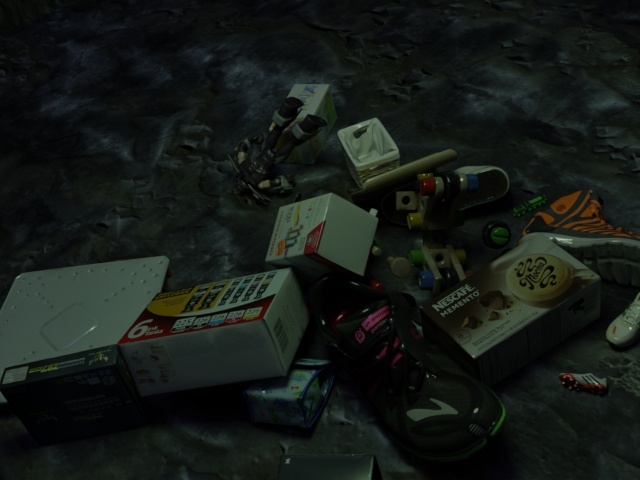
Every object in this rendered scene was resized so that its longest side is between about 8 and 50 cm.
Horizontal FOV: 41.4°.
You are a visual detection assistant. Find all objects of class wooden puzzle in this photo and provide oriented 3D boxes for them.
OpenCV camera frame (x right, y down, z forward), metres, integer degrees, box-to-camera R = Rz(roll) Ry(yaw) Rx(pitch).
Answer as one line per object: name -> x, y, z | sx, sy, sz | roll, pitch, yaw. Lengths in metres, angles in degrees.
wooden puzzle -> 0.180, -0.149, 1.909 | 0.221, 0.044, 0.238 | -21, -3, -5

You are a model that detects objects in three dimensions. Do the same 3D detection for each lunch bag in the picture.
lunch bag -> -0.054, 0.272, 1.603 | 0.129, 0.096, 0.151 | 2, 30, 27

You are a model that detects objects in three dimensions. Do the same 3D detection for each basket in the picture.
basket -> 0.121, -0.202, 2.055 | 0.113, 0.103, 0.167 | -20, 42, -4

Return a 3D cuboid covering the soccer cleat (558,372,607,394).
soccer cleat -> 0.467, 0.249, 1.502 | 0.083, 0.029, 0.035 | 11, 39, 24

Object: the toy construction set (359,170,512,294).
toy construction set -> 0.205, -0.009, 1.759 | 0.309, 0.257, 0.237 | -29, 15, -7

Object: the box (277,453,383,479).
box -> 0.022, 0.422, 1.357 | 0.156, 0.158, 0.093 | -4, 43, 15

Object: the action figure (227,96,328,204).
action figure -> -0.116, -0.213, 2.085 | 0.185, 0.285, 0.099 | 46, 24, 8

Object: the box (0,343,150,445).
box -> -0.469, 0.301, 1.633 | 0.233, 0.183, 0.059 | -11, 39, 5

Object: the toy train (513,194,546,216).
toy train -> 0.462, -0.077, 1.865 | 0.083, 0.023, 0.017 | -26, 42, -10

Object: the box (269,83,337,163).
box -> -0.043, -0.306, 2.215 | 0.103, 0.114, 0.203 | 5, 46, 21

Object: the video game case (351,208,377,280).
video game case -> 0.078, 0.032, 1.782 | 0.019, 0.143, 0.157 | 21, 49, 8

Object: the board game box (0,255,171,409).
board game box -> -0.545, 0.204, 1.867 | 0.390, 0.050, 0.389 | -7, 41, 11

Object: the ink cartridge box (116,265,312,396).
ink cartridge box -> -0.192, 0.160, 1.658 | 0.310, 0.130, 0.272 | -12, 22, 18

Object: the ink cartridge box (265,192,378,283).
ink cartridge box -> 0.000, 0.000, 1.660 | 0.176, 0.127, 0.128 | -13, 57, 53

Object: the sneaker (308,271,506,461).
sneaker -> 0.121, 0.215, 1.502 | 0.185, 0.202, 0.483 | -46, 44, -9

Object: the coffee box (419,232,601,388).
coffee box -> 0.356, 0.135, 1.592 | 0.297, 0.118, 0.168 | -29, 44, -14

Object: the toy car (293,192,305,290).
toy car -> -0.029, -0.007, 1.824 | 0.149, 0.188, 0.155 | -4, 43, 14

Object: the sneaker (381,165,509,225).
sneaker -> 0.285, -0.102, 1.919 | 0.290, 0.105, 0.123 | -12, 10, 15

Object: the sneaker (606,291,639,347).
sneaker -> 0.584, 0.128, 1.558 | 0.161, 0.075, 0.057 | -34, 44, -19

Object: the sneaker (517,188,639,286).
sneaker -> 0.570, -0.020, 1.690 | 0.321, 0.124, 0.180 | 12, 50, 29
